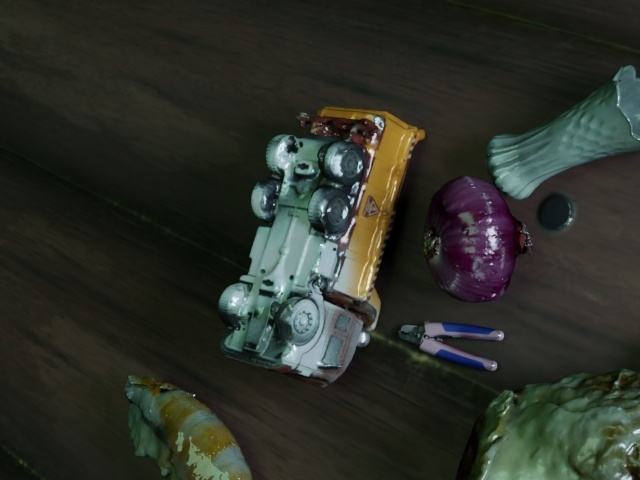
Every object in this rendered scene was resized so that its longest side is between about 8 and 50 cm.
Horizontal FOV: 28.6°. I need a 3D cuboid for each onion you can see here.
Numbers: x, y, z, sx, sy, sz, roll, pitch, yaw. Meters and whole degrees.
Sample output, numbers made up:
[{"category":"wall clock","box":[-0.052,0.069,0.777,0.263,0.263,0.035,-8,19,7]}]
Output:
[{"category":"onion","box":[0.141,-0.001,1.124,0.115,0.104,0.115,-179,90,-80]}]

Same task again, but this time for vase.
[{"category":"vase","box":[0.218,-0.087,1.098,0.149,0.081,0.081,-25,63,36]}]

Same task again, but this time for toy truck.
[{"category":"toy truck","box":[0.000,0.000,1.217,0.114,0.135,0.270,11,81,43]}]

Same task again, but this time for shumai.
[{"category":"shumai","box":[0.183,0.168,0.987,0.184,0.142,0.184,-169,90,-77]}]

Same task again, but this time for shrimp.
[{"category":"shrimp","box":[-0.140,0.287,1.304,0.185,0.068,0.287,-1,88,43]}]

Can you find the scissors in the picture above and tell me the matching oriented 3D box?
[{"category":"scissors","box":[0.119,0.093,1.167,0.113,0.012,0.039,10,84,40]}]
